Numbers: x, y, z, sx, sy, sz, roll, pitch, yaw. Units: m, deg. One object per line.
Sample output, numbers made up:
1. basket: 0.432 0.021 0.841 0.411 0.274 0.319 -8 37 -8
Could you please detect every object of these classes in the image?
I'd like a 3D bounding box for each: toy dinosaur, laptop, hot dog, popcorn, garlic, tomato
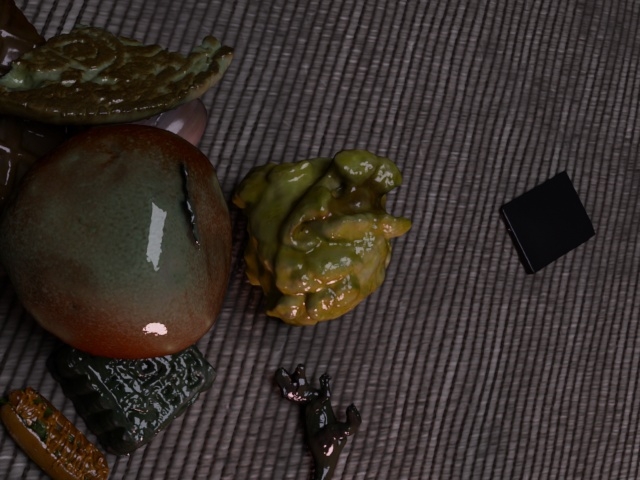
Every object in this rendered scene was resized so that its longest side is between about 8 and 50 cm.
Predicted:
1. toy dinosaur: -0.031 0.286 2.005 0.179 0.087 0.187 -35 82 0
2. laptop: 0.406 -0.033 2.403 0.197 0.016 0.135 -26 93 -39
3. hot dog: -0.344 0.266 1.760 0.188 0.055 0.072 48 54 -15
4. popcorn: 0.000 0.000 1.966 0.235 0.242 0.250 5 78 -37
5. garlic: -0.265 -0.190 1.872 0.214 0.160 0.191 48 49 -19
6. tomato: -0.247 -0.005 1.685 0.304 0.239 0.303 1 78 -3

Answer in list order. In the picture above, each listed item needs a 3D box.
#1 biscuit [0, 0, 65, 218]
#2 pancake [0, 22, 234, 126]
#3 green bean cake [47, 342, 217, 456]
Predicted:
1. biscuit: -0.480 -0.206 1.752 0.268 0.115 0.366 -43 105 -36
2. pancake: -0.286 -0.213 1.754 0.377 0.054 0.197 -8 48 -25
3. green bean cake: -0.250 0.177 1.826 0.173 0.094 0.181 -40 101 -35
